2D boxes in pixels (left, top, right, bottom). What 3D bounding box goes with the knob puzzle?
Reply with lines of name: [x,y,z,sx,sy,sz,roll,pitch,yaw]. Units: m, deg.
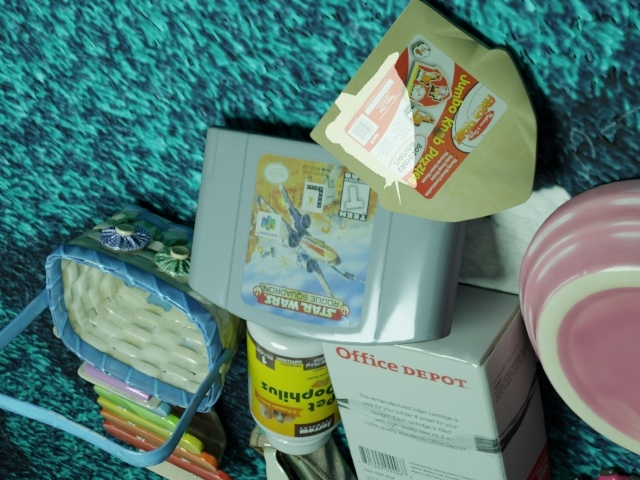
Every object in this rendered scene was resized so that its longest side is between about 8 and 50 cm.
knob puzzle: [0.115,-0.101,1.237,0.213,0.030,0.213,7,113,17]

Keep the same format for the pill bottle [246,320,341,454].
pill bottle: [-0.025,0.149,1.551,0.117,0.117,0.215,22,139,20]

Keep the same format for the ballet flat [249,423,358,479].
ballet flat: [0.003,0.334,1.719,0.107,0.106,0.316,-12,120,44]

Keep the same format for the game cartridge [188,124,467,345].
game cartridge: [0.000,0.000,1.358,0.297,0.062,0.198,11,93,29]

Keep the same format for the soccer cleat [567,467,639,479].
soccer cleat: [0.374,0.313,1.402,0.331,0.116,0.143,-17,113,45]

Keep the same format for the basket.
basket: [-0.220,0.104,1.518,0.255,0.289,0.201,19,142,18]

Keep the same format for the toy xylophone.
toy xylophone: [-0.233,0.214,1.761,0.236,0.081,0.322,18,154,27]

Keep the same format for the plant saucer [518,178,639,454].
plant saucer: [0.331,0.097,1.254,0.332,0.084,0.332,20,138,20]

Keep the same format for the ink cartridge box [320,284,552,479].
ink cartridge box: [0.128,0.176,1.461,0.197,0.114,0.273,11,134,30]
